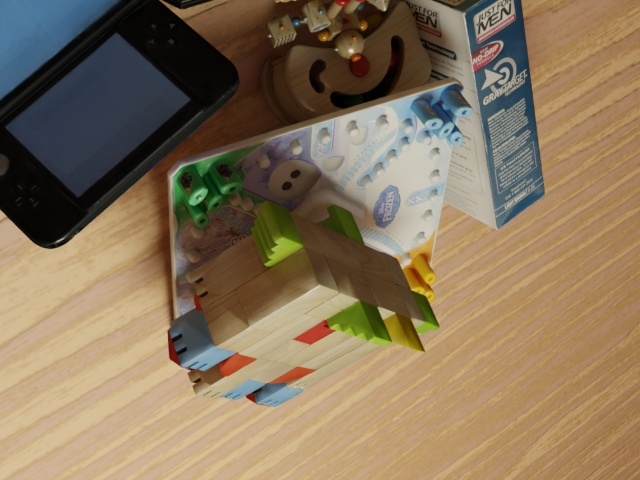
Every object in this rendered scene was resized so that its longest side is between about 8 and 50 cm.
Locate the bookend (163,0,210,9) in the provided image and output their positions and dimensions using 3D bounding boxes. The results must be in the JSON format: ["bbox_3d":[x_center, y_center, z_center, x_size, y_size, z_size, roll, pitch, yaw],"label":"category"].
[{"bbox_3d":[-0.117,-0.361,1.432,0.156,0.072,0.157,-23,126,-31],"label":"bookend"}]

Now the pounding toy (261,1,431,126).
[{"bbox_3d":[0.001,-0.195,1.633,0.269,0.155,0.154,-47,108,-24],"label":"pounding toy"}]

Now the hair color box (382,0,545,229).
[{"bbox_3d":[0.195,-0.202,1.723,0.105,0.174,0.347,-35,132,-23],"label":"hair color box"}]

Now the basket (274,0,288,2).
[{"bbox_3d":[0.048,-0.427,1.463,0.299,0.223,0.213,-32,97,-50],"label":"basket"}]

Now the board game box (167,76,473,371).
[{"bbox_3d":[0.000,0.000,1.627,0.390,0.050,0.390,-19,142,-20],"label":"board game box"}]

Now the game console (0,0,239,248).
[{"bbox_3d":[-0.272,-0.186,1.330,0.293,0.250,0.173,-44,161,-14],"label":"game console"}]

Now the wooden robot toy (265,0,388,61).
[{"bbox_3d":[0.025,-0.253,1.525,0.173,0.076,0.079,-20,85,-26],"label":"wooden robot toy"}]

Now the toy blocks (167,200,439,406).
[{"bbox_3d":[-0.055,0.099,1.530,0.261,0.191,0.381,-31,156,19],"label":"toy blocks"}]
